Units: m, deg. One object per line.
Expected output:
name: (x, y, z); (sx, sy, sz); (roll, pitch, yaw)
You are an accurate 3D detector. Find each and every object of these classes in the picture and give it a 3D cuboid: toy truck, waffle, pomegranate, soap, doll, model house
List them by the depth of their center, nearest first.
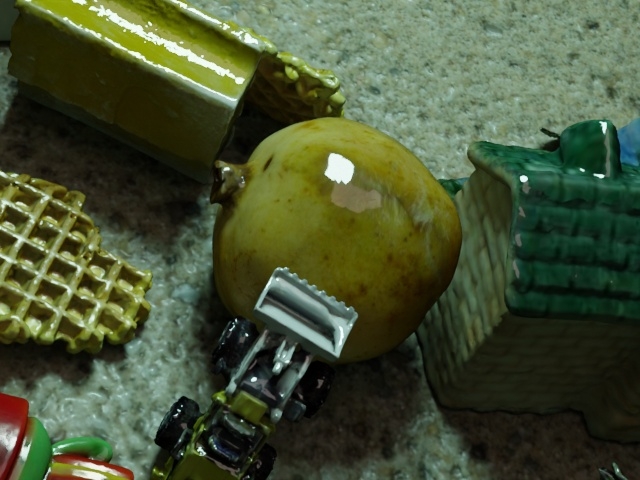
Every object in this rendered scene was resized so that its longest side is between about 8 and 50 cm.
doll: (-0.360, 0.233, 1.428); (0.363, 0.160, 0.182); (21, 60, -6)
toy truck: (-0.076, 0.175, 1.524); (0.136, 0.285, 0.111); (31, 16, -6)
waffle: (-0.317, 0.019, 1.642); (0.249, 0.056, 0.253); (2, 52, -33)
pomegranate: (0.018, 0.003, 1.650); (0.307, 0.307, 0.307); (10, 54, -14)
soap: (-0.228, -0.206, 1.730); (0.281, 0.259, 0.143); (24, 64, -2)
model house: (0.374, -0.007, 1.730); (0.446, 0.400, 0.395); (4, 58, -17)
waffle: (-0.074, -0.214, 1.808); (0.238, 0.243, 0.058); (29, 79, 3)

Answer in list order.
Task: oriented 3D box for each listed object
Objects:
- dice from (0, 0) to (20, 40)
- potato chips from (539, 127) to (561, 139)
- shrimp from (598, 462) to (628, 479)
dice: (-0.405, -0.448, 1.789); (0.304, 0.304, 0.276); (-1, 58, -22)
potato chips: (0.410, -0.129, 2.021); (0.209, 0.026, 0.142); (17, 16, 4)
shrimp: (0.463, 0.369, 1.678); (0.360, 0.085, 0.247); (39, 39, -8)
